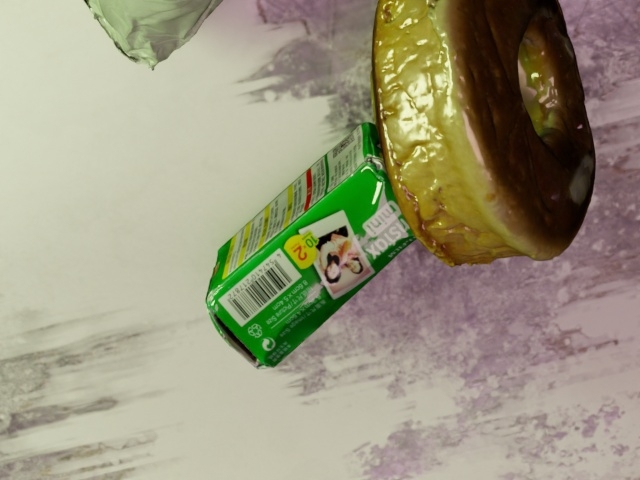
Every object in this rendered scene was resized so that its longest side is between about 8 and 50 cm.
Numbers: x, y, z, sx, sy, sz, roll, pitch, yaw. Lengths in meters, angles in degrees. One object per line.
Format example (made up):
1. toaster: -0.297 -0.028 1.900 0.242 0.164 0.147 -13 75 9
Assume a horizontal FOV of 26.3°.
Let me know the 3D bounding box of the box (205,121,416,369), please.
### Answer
1. box: 0.000 0.000 1.399 0.250 0.180 0.103 -40 104 14

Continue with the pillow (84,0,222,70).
1. pillow: -0.161 -0.338 1.282 0.283 0.138 0.310 -28 109 18

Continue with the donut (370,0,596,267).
1. donut: 0.152 -0.134 1.304 0.160 0.330 0.330 -10 116 36
